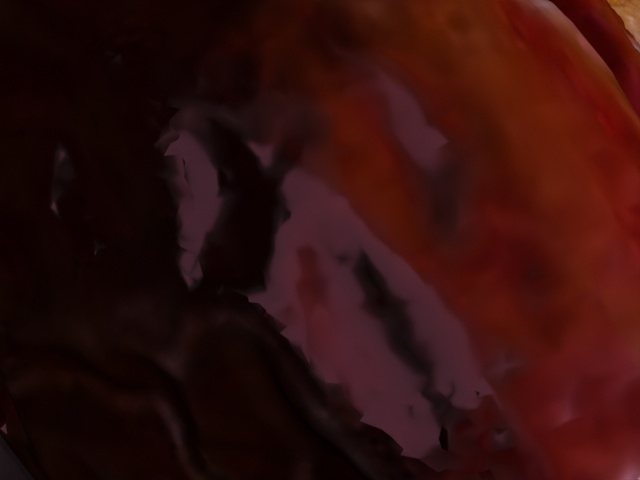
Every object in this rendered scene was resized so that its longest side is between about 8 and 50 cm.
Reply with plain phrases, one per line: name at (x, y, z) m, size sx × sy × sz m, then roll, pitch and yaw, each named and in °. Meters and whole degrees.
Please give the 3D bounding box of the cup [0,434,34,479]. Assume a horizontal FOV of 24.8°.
cup at (-0.200, 0.094, 0.720) m, size 0.221 × 0.202 × 0.167 m, roll -38°, pitch 87°, yaw 2°

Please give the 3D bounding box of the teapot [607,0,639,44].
teapot at (0.091, -0.135, 0.736) m, size 0.203 × 0.167 × 0.311 m, roll 27°, pitch 65°, yaw -36°

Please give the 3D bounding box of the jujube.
jujube at (0.000, -0.002, 0.540) m, size 0.276 × 0.276 × 0.377 m, roll -39°, pitch 86°, yaw 2°
